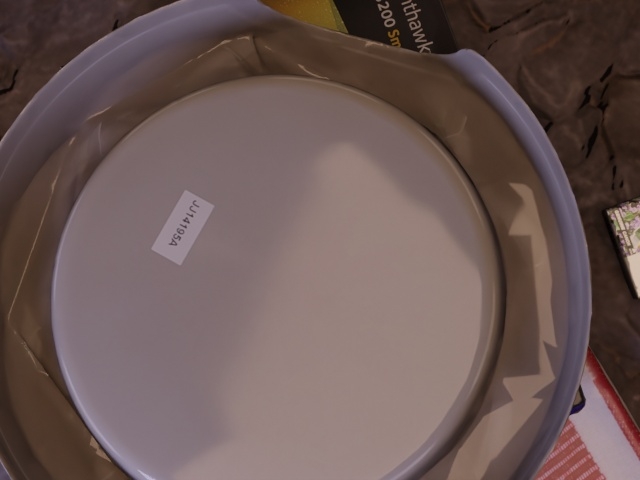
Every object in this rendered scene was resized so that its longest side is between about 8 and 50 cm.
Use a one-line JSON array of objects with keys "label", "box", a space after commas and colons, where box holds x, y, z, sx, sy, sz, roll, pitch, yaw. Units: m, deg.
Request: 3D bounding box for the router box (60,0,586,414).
[{"label": "router box", "box": [0.000, 0.000, 1.070, 0.242, 0.081, 0.309, -20, 79, 2]}]

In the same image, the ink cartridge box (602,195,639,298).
[{"label": "ink cartridge box", "box": [0.247, -0.010, 1.104, 0.115, 0.029, 0.063, -20, 87, 2]}]

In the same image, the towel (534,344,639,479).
[{"label": "towel", "box": [0.071, 0.214, 1.103, 0.329, 0.037, 0.237, -31, 88, 1]}]

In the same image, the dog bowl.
[{"label": "dog bowl", "box": [-0.023, 0.035, 0.973, 0.348, 0.102, 0.349, -1, 79, 6]}]
